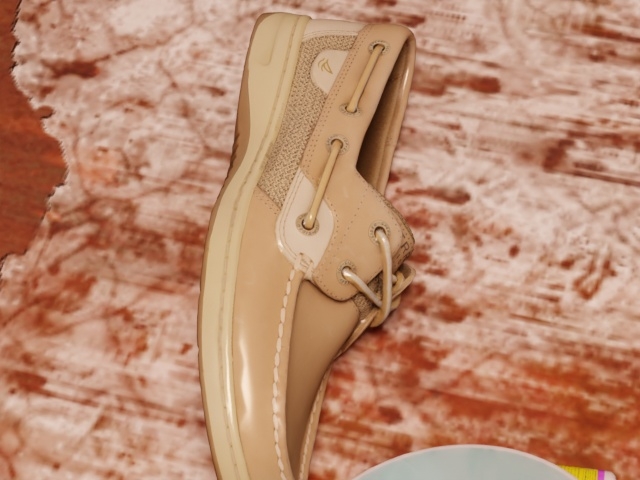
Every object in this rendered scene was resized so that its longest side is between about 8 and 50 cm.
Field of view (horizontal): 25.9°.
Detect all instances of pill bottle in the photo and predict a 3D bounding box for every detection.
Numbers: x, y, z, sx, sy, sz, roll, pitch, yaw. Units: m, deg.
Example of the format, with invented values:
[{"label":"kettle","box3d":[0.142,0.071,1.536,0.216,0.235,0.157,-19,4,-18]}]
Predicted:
[{"label":"pill bottle","box3d":[0.122,0.146,0.778,0.083,0.043,0.043,5,63,11]}]

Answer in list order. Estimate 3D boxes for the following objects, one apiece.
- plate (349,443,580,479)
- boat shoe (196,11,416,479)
[{"label":"plate","box3d":[0.067,0.185,0.714,0.188,0.024,0.188,-11,41,9]},{"label":"boat shoe","box3d":[0.000,0.000,0.830,0.110,0.121,0.341,1,61,9]}]
